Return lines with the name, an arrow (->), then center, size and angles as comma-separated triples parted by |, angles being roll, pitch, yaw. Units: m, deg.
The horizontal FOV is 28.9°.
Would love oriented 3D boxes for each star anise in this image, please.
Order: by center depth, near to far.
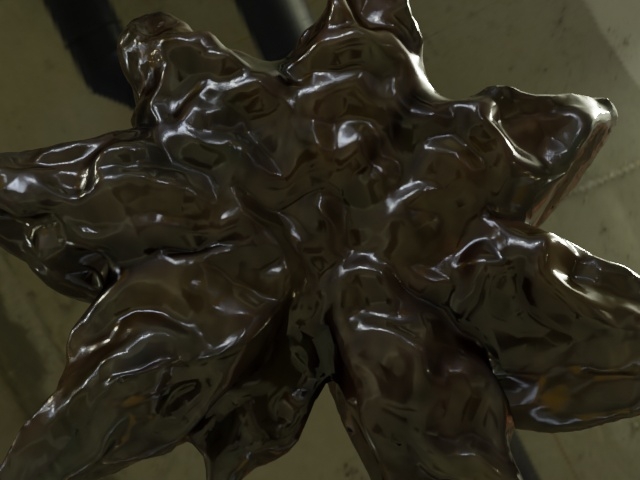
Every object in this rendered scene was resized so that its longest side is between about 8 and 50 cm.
star anise -> -0.003, 0.016, 0.507 | 0.315, 0.315, 0.108 | 30, -30, 6
